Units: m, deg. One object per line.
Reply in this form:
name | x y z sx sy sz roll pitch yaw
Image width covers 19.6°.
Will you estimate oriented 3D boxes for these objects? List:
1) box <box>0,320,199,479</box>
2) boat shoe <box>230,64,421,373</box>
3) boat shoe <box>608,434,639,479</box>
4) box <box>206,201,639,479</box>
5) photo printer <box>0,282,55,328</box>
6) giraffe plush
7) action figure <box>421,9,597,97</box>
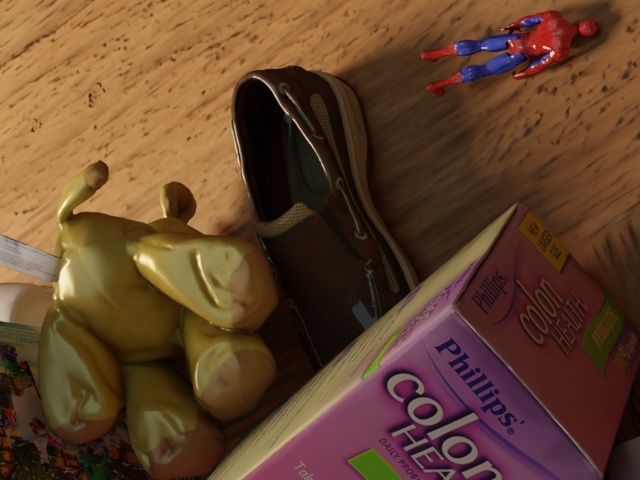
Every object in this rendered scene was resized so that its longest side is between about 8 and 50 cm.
box | -0.178 0.137 1.234 0.044 0.233 0.159 -32 63 30
boat shoe | -0.006 0.003 1.209 0.095 0.095 0.257 -33 63 30
boat shoe | 0.320 0.147 0.910 0.367 0.136 0.156 -11 78 27
box | 0.046 0.119 1.046 0.243 0.213 0.117 -42 91 21
photo printer | -0.263 0.192 1.374 0.256 0.107 0.308 -22 68 34
giraffe plush | -0.105 0.043 1.244 0.210 0.170 0.181 37 104 13
action figure | 0.121 -0.121 1.174 0.115 0.030 0.038 -14 79 31
